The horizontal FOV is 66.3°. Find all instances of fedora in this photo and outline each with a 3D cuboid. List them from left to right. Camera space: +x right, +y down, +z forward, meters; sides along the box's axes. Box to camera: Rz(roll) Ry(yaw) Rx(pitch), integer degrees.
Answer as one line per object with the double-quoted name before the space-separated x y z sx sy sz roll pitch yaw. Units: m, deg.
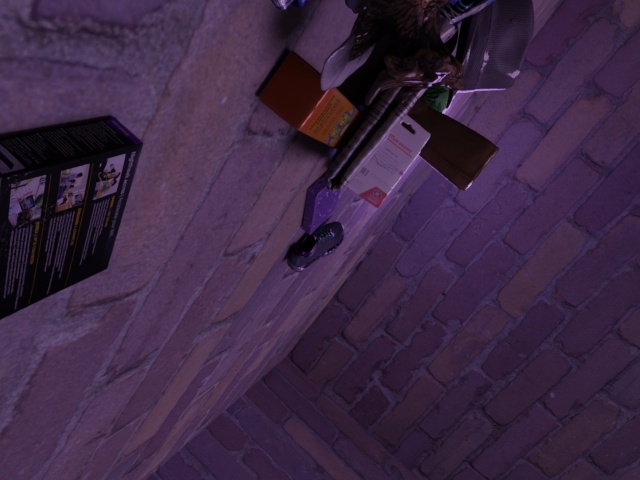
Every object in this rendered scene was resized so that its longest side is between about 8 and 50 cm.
"fedora" 0.338 -0.390 0.963 0.244 0.124 0.275 79 22 -70

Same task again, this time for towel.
"towel" 0.123 -0.243 0.905 0.324 0.056 0.312 -53 -174 15

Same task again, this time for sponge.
"sponge" 0.008 -0.102 1.211 0.117 0.031 0.210 -46 168 -22

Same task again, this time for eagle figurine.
"eagle figurine" 0.100 -0.308 0.515 0.225 0.298 0.226 -15 -172 -19

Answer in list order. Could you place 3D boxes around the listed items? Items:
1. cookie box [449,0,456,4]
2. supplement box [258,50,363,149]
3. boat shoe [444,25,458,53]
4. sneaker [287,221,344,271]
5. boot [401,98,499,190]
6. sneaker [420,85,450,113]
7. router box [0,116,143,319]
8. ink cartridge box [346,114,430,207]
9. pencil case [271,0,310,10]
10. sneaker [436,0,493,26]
"cookie box" 0.176 -0.408 0.698 0.040 0.092 0.107 -51 169 -13
"supplement box" -0.003 -0.197 0.729 0.078 0.080 0.233 -52 172 13
"boat shoe" 0.239 -0.398 1.052 0.060 0.064 0.178 -47 171 -24
"sneaker" 0.000 0.000 1.399 0.223 0.083 0.098 -42 161 -34
"boot" 0.241 -0.206 1.157 0.089 0.269 0.236 -41 166 -38
"sneaker" 0.280 -0.359 1.278 0.123 0.109 0.295 -63 174 22
"router box" -0.246 -0.018 0.447 0.133 0.046 0.179 -36 162 -54
"ink cartridge box" 0.136 -0.188 1.087 0.198 0.115 0.067 -53 -159 11
"pencil case" 0.022 -0.313 0.328 0.306 0.119 0.133 -53 177 10
"sneaker" 0.229 -0.406 0.818 0.086 0.085 0.237 -47 -168 -14
